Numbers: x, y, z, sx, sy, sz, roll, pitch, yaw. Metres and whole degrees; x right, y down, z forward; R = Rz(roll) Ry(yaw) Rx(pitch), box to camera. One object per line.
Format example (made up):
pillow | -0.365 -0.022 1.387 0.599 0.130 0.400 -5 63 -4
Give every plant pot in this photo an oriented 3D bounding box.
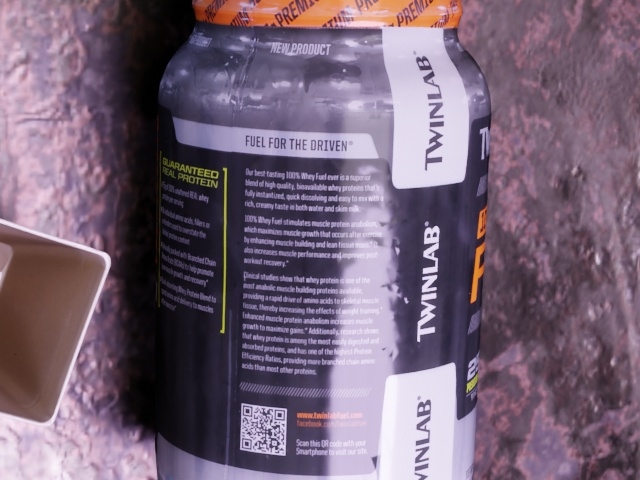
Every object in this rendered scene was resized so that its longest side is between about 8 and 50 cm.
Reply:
plant pot | -0.206 0.035 1.036 0.109 0.096 0.109 20 91 -34

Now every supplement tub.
supplement tub | 0.000 0.000 1.091 0.207 0.207 0.338 -6 104 -31
